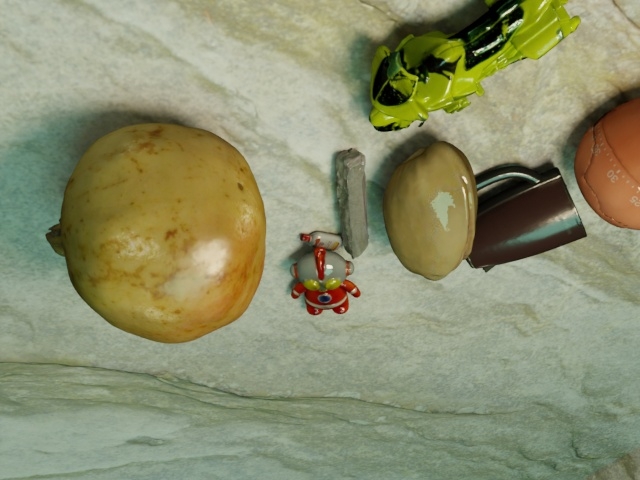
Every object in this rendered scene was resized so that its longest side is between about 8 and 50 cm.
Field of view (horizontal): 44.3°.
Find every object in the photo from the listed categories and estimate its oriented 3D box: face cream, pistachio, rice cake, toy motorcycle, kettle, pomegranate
[{"bbox_3d":[0.000,0.000,1.502,0.083,0.021,0.040,9,138,-29],"label":"face cream"},{"bbox_3d":[0.200,-0.053,1.391,0.162,0.181,0.293,-31,141,-29],"label":"pistachio"},{"bbox_3d":[0.059,-0.062,1.427,0.055,0.049,0.270,-31,145,-17],"label":"rice cake"},{"bbox_3d":[0.201,-0.272,1.160,0.342,0.142,0.206,-33,177,18],"label":"toy motorcycle"},{"bbox_3d":[0.362,-0.045,1.499,0.232,0.144,0.202,-24,123,14],"label":"kettle"},{"bbox_3d":[-0.248,-0.006,1.184,0.343,0.342,0.342,-10,141,-9],"label":"pomegranate"}]

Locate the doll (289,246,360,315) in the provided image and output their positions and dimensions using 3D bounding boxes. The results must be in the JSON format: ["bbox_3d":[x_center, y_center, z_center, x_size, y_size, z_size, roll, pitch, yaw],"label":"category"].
[{"bbox_3d":[0.008,0.080,1.551,0.142,0.076,0.245,-3,151,2],"label":"doll"}]

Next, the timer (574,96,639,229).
[{"bbox_3d":[0.576,-0.135,1.391,0.230,0.229,0.215,16,140,-34],"label":"timer"}]
